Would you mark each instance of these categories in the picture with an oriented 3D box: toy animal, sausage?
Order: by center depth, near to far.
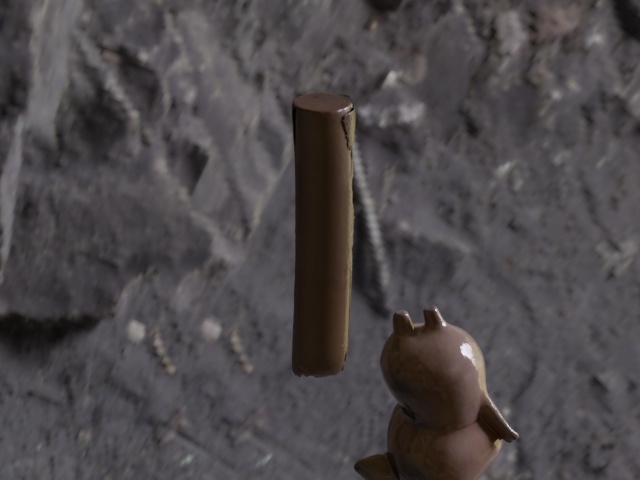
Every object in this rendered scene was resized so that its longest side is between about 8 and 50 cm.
[{"bbox_3d":[0.000,0.000,0.735,0.026,0.026,0.116,-6,109,-21],"label":"sausage"},{"bbox_3d":[0.074,0.113,1.237,0.089,0.083,0.150,-17,110,-29],"label":"toy animal"}]
